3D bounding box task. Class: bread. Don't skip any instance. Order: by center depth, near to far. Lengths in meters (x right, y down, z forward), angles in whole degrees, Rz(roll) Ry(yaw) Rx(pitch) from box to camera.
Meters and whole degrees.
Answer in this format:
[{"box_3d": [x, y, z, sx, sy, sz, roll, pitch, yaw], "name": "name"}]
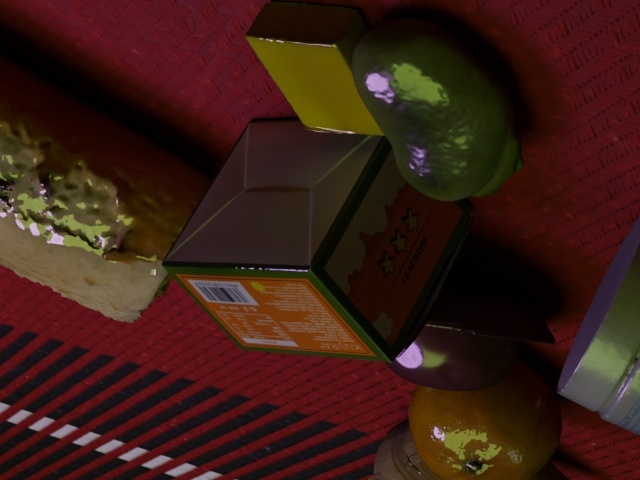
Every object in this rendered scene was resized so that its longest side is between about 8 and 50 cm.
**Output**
[{"box_3d": [-0.298, -0.070, 1.897, 0.375, 0.165, 0.236, 31, 158, -5], "name": "bread"}]

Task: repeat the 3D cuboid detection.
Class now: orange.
[{"box_3d": [0.164, 0.184, 1.912, 0.156, 0.124, 0.156, 13, 134, 14], "name": "orange"}]

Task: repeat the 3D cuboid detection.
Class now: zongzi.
[{"box_3d": [0.172, 0.255, 2.088, 0.197, 0.099, 0.194, 31, 154, -15], "name": "zongzi"}]

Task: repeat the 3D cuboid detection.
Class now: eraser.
[{"box_3d": [0.006, -0.143, 1.598, 0.097, 0.045, 0.122, 9, 147, 34], "name": "eraser"}]

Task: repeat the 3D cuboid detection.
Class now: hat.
[{"box_3d": [0.119, 0.095, 1.784, 0.205, 0.089, 0.205, 5, 178, 0], "name": "hat"}]

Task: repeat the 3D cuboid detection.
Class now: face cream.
[{"box_3d": [0.298, 0.081, 1.555, 0.153, 0.177, 0.177, 26, 154, 2], "name": "face cream"}]

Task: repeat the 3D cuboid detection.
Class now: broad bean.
[{"box_3d": [0.097, -0.102, 1.538, 0.124, 0.082, 0.174, 0, 141, 30], "name": "broad bean"}]

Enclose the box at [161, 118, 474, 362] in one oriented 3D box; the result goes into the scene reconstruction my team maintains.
[{"box_3d": [0.000, 0.000, 1.708, 0.195, 0.177, 0.148, 0, 141, 44], "name": "box"}]
